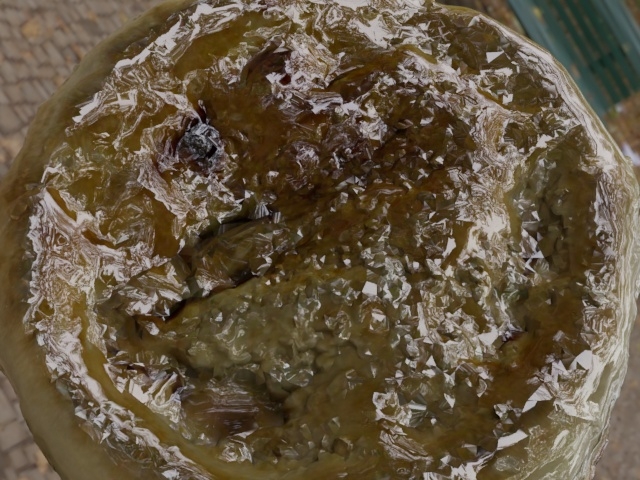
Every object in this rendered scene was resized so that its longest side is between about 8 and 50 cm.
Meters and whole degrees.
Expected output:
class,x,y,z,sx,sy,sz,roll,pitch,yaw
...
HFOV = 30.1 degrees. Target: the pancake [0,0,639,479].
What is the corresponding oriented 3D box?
class,x,y,z,sx,sy,sz,roll,pitch,yaw
pancake,0.000,0.001,0.597,0.065,0.356,0.356,90,-12,-60
